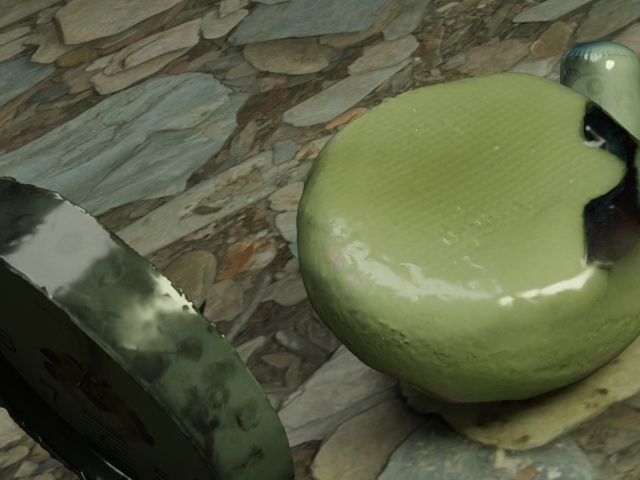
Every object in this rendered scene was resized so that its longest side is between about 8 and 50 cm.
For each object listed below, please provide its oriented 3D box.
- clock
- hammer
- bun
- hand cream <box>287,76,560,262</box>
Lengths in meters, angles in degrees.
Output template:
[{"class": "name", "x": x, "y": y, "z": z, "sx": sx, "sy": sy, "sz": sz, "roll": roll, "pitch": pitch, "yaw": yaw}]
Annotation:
[{"class": "clock", "x": -0.154, "y": 0.091, "z": 1.087, "sx": 0.313, "sy": 0.312, "sz": 0.061, "roll": 10, "pitch": 49, "yaw": 48}, {"class": "hammer", "x": 0.298, "y": -0.110, "z": 1.316, "sx": 0.194, "sy": 0.116, "sz": 0.069, "roll": -1, "pitch": 5, "yaw": 4}, {"class": "bun", "x": 0.120, "y": 0.016, "z": 1.155, "sx": 0.283, "sy": 0.179, "sz": 0.283, "roll": -4, "pitch": 43, "yaw": 4}, {"class": "hand cream", "x": 0.124, "y": -0.055, "z": 1.382, "sx": 0.321, "sy": 0.067, "sz": 0.109, "roll": -30, "pitch": 33, "yaw": -6}]
